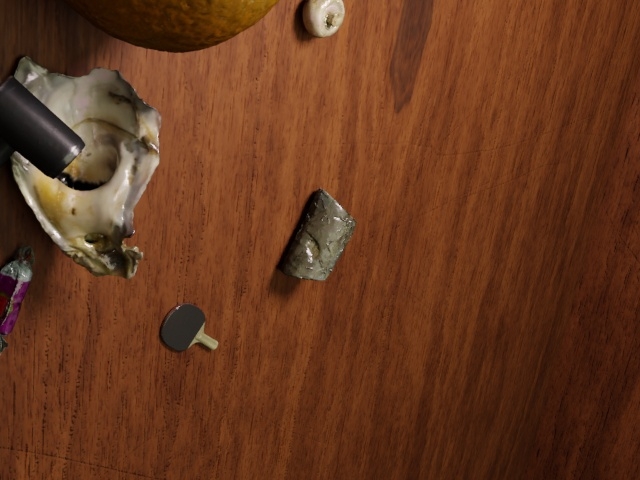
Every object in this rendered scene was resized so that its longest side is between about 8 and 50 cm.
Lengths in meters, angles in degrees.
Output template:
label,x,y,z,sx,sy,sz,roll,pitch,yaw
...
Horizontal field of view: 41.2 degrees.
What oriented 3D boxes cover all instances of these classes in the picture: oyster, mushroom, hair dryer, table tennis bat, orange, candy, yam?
label,x,y,z,sx,sy,sz,roll,pitch,yaw
oyster,-0.325,-0.105,1.177,0.275,0.100,0.271,31,102,-15
mushroom,0.008,-0.392,1.479,0.084,0.067,0.083,-33,140,-32
hair dryer,-0.425,-0.073,1.080,0.128,0.070,0.255,41,95,-19
table tennis bat,-0.234,0.166,1.549,0.087,0.013,0.156,-59,144,-10
orange,-0.192,-0.392,1.011,0.357,0.322,0.322,4,107,-51
candy,-0.446,0.088,1.204,0.043,0.045,0.175,-48,158,-86
yam,0.000,0.000,1.680,0.107,0.107,0.183,29,88,-55
